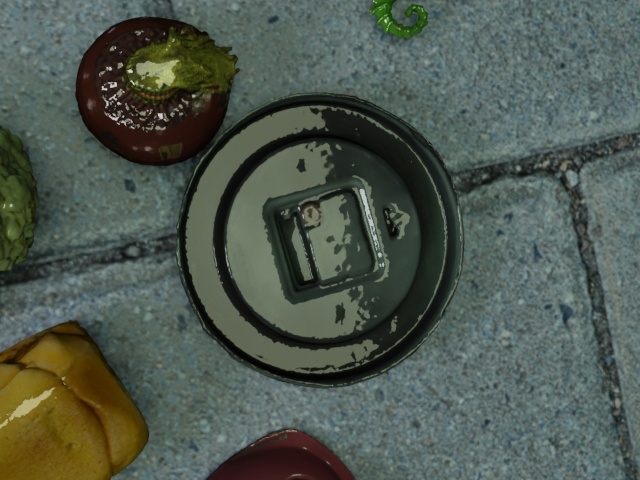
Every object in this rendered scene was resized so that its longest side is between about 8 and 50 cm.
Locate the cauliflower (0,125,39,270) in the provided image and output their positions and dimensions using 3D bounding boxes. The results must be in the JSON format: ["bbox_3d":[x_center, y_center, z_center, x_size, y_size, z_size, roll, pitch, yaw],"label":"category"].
[{"bbox_3d":[-0.414,-0.002,0.737,0.281,0.327,0.260,-41,83,35],"label":"cauliflower"}]

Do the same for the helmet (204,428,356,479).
[{"bbox_3d":[-0.060,0.344,0.864,0.253,0.154,0.198,-45,99,-3],"label":"helmet"}]

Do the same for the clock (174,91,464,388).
[{"bbox_3d":[0.000,0.000,0.910,0.325,0.067,0.325,0,91,-13],"label":"clock"}]

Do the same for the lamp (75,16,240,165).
[{"bbox_3d":[-0.171,-0.156,0.834,0.156,0.135,0.157,18,89,-12],"label":"lamp"}]

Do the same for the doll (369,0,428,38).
[{"bbox_3d":[0.131,-0.313,0.943,0.190,0.050,0.115,-43,92,-7],"label":"doll"}]

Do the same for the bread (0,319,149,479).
[{"bbox_3d":[-0.328,0.208,0.794,0.294,0.132,0.167,-31,123,-13],"label":"bread"}]
